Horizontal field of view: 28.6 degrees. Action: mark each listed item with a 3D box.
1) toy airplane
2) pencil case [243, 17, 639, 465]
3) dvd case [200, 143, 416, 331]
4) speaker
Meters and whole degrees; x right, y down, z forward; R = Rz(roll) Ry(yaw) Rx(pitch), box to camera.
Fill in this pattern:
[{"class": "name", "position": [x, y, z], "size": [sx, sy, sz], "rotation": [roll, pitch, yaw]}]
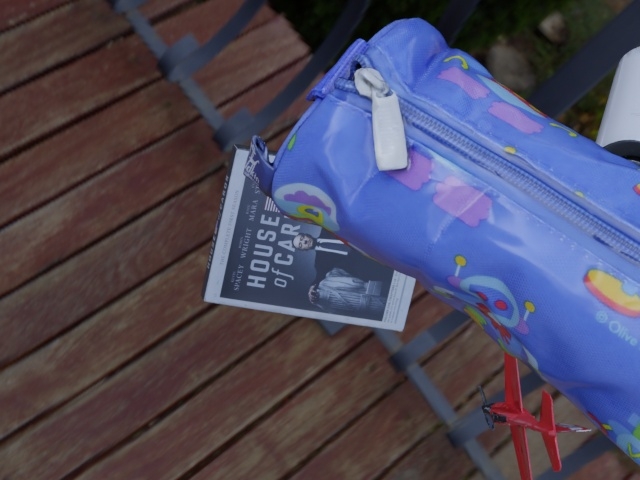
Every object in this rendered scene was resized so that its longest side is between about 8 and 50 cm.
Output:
[{"class": "toy airplane", "position": [0.177, 0.157, 1.081], "size": [0.028, 0.151, 0.151], "rotation": [-10, 70, -23]}, {"class": "pencil case", "position": [0.114, 0.011, 0.566], "size": [0.306, 0.133, 0.119], "rotation": [36, 84, 22]}, {"class": "dvd case", "position": [0.000, 0.000, 1.410], "size": [0.238, 0.029, 0.179], "rotation": [9, 103, -16]}, {"class": "speaker", "position": [0.209, -0.075, 0.812], "size": [0.055, 0.055, 0.136], "rotation": [36, 39, -6]}]
